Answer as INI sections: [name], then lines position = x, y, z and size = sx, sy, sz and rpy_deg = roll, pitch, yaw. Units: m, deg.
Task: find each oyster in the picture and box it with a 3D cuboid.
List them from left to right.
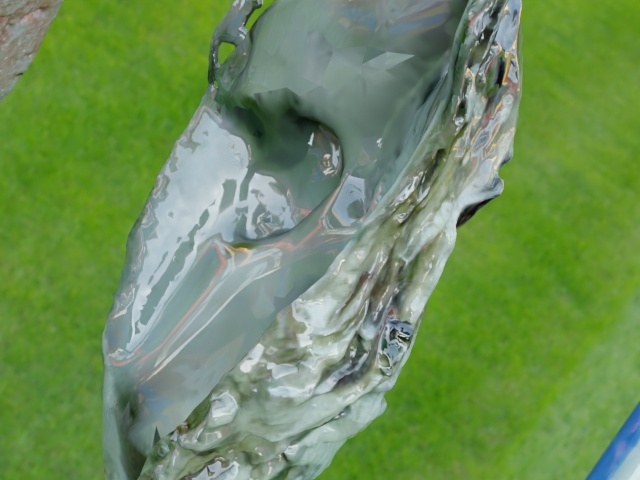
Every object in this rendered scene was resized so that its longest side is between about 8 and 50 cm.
[oyster]
position = -0.003, -0.001, 0.469
size = 0.087, 0.199, 0.252
rpy_deg = 13, 74, -33

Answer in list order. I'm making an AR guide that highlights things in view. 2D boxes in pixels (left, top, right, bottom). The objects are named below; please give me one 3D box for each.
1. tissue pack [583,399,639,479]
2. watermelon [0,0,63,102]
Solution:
[tissue pack]
position = 0.259, 0.104, 0.776
size = 0.146, 0.263, 0.198
rpy_deg = 37, 0, 36
[watermelon]
position = -0.179, -0.071, 0.702
size = 0.094, 0.180, 0.081
rpy_deg = 11, 44, -47
